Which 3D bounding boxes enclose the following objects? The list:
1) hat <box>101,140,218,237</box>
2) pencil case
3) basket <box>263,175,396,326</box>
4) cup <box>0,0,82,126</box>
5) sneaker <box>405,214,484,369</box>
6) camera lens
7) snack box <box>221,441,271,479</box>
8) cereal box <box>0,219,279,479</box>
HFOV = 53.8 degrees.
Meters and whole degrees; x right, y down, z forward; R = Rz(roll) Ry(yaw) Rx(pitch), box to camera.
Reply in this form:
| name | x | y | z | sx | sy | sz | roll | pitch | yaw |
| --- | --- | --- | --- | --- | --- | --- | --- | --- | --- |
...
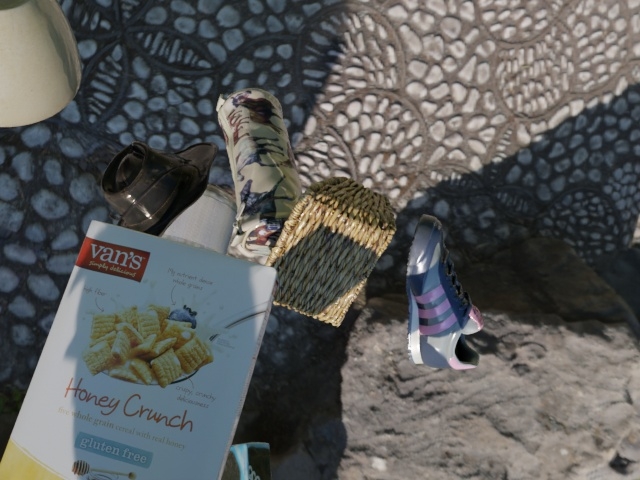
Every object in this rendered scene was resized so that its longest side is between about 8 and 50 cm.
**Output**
| name | x | y | z | sx | sy | sz | roll | pitch | yaw |
| --- | --- | --- | --- | --- | --- | --- | --- | --- | --- |
| hat | -0.360 | -0.121 | 1.283 | 0.331 | 0.331 | 0.134 | -50 | 119 | -6 |
| pencil case | -0.147 | -0.169 | 1.510 | 0.183 | 0.160 | 0.410 | 7 | 58 | -37 |
| basket | 0.000 | 0.000 | 1.412 | 0.223 | 0.213 | 0.299 | 21 | 118 | -13 |
| cup | -0.652 | -0.434 | 1.268 | 0.331 | 0.237 | 0.331 | 10 | 59 | -17 |
| sneaker | 0.223 | 0.096 | 1.101 | 0.112 | 0.131 | 0.319 | -56 | 146 | -45 |
| camera lens | -0.343 | -0.011 | 1.625 | 0.219 | 0.219 | 0.274 | 21 | 73 | -25 |
| snack box | -0.161 | 0.519 | 1.067 | 0.060 | 0.187 | 0.322 | 18 | 59 | -45 |
| cereal box | -0.149 | 0.117 | 0.534 | 0.173 | 0.047 | 0.240 | 14 | 78 | 4 |
